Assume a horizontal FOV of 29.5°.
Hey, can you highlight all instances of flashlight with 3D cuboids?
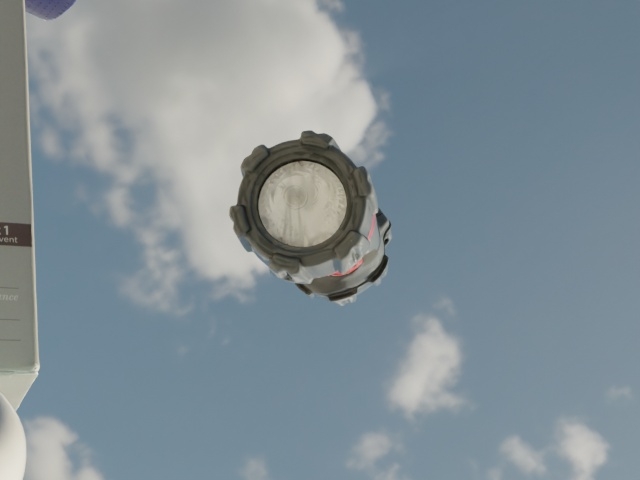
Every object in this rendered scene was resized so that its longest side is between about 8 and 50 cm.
[{"bbox_3d":[0.000,0.000,0.958,0.103,0.304,0.103,9,-100,6],"label":"flashlight"}]

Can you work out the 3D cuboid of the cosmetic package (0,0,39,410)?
[{"bbox_3d":[-0.216,-0.031,0.625,0.107,0.127,0.238,137,-51,-60],"label":"cosmetic package"}]

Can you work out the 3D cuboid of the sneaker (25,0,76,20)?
[{"bbox_3d":[-0.384,-0.289,1.144,0.315,0.182,0.127,36,-44,-23],"label":"sneaker"}]

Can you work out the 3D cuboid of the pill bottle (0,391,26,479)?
[{"bbox_3d":[-0.208,0.171,0.446,0.146,0.146,0.264,26,-76,33],"label":"pill bottle"}]
